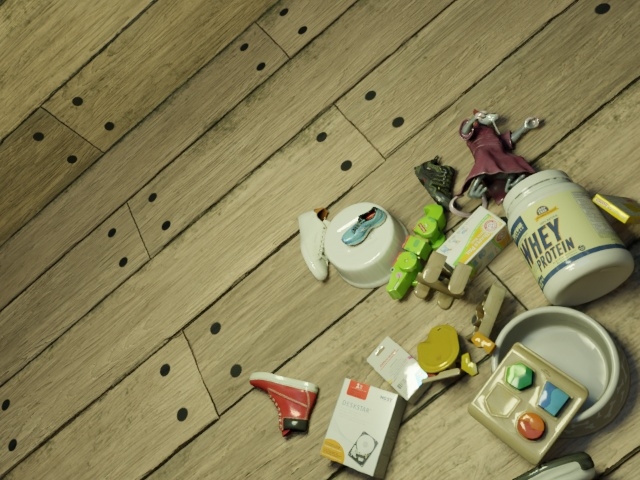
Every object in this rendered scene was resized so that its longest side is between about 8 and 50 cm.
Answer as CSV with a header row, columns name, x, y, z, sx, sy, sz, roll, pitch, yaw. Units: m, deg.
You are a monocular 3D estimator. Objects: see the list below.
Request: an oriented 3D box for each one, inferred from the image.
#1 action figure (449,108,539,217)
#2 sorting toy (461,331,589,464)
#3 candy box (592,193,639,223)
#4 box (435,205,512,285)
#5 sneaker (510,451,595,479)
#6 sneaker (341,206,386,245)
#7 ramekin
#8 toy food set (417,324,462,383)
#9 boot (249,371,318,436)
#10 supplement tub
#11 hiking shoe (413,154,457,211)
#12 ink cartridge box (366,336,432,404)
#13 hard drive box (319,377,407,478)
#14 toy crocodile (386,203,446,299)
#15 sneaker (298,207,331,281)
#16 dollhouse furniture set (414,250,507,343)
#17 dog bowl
name,x,y,z,sx,sy,sz,roll,pitch,yaw
action figure,0.544,-0.275,1.877,0.275,0.248,0.370,117,158,-43
sorting toy,0.476,0.376,1.481,0.307,0.041,0.229,36,91,36
candy box,0.823,-0.083,1.571,0.105,0.206,0.027,48,124,39
box,0.464,0.015,1.768,0.203,0.114,0.103,-45,52,0
sneaker,0.499,0.701,1.378,0.448,0.169,0.257,-39,61,16
sneaker,0.126,-0.053,1.848,0.162,0.073,0.063,-41,53,5
ramekin,0.146,0.008,1.938,0.277,0.135,0.277,-13,59,23
toy food set,0.347,0.337,1.657,0.128,0.071,0.217,-27,26,22
boot,-0.139,0.520,1.859,0.245,0.088,0.176,6,70,28
supplement tub,0.659,-0.009,1.594,0.236,0.235,0.324,-28,54,14
hiking shoe,0.400,-0.195,1.933,0.114,0.086,0.226,-37,52,11
ink cartridge box,0.236,0.381,1.733,0.104,0.061,0.181,-48,53,-2
hard drive box,0.124,0.540,1.695,0.181,0.089,0.232,9,69,32
toy crocodile,0.302,0.032,1.851,0.105,0.115,0.340,22,75,38
sneaker,0.000,0.000,2.041,0.123,0.106,0.290,-25,54,19
dollhouse furniture set,0.379,0.171,1.676,0.242,0.212,0.160,24,75,9
dog bowl,0.610,0.330,1.526,0.349,0.102,0.348,-13,59,23
